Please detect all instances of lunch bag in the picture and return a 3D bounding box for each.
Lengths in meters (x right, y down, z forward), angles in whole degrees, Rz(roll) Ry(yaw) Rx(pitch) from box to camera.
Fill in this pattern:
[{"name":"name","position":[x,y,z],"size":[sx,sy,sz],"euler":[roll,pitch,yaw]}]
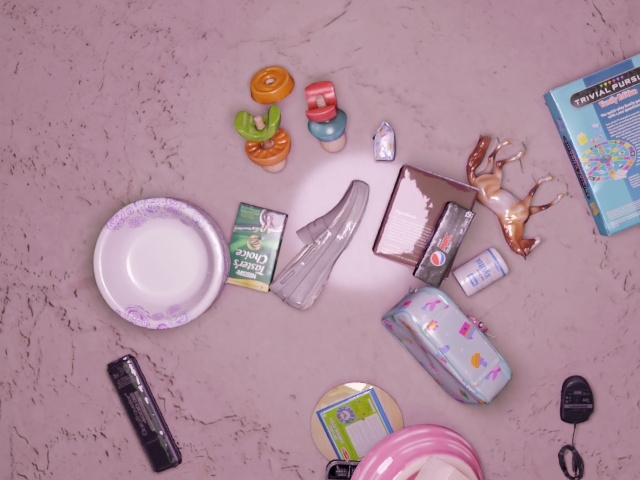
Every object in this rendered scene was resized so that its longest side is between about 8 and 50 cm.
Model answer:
[{"name":"lunch bag","position":[0.140,-0.216,1.846],"size":[0.053,0.071,0.083],"euler":[4,94,7]},{"name":"lunch bag","position":[0.261,0.219,1.781],"size":[0.108,0.224,0.279],"euler":[-42,89,-13]}]

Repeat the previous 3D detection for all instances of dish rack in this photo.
[{"name":"dish rack","position":[0.096,0.616,1.856],"size":[0.208,0.074,0.271],"euler":[7,93,-8]}]

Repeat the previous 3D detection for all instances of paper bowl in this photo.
[{"name":"paper bowl","position":[-0.339,0.047,1.845],"size":[0.284,0.148,0.284],"euler":[0,91,3]}]

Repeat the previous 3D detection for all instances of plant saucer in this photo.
[{"name":"plant saucer","position":[0.216,0.561,1.794],"size":[0.332,0.084,0.332],"euler":[-4,100,-21]}]

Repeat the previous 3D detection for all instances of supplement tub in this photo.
[{"name":"supplement tub","position":[0.351,0.069,1.842],"size":[0.107,0.071,0.071],"euler":[-33,90,3]}]

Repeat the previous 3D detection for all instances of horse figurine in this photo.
[{"name":"horse figurine","position":[0.408,-0.107,1.837],"size":[0.263,0.066,0.174],"euler":[45,88,-1]}]

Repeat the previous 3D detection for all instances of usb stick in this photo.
[{"name":"usb stick","position":[-0.400,0.394,1.912],"size":[0.077,0.045,0.278],"euler":[-25,90,11]}]

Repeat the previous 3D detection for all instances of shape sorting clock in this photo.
[{"name":"shape sorting clock","position":[0.081,0.415,1.884],"size":[0.206,0.040,0.206],"euler":[0,99,-2]}]

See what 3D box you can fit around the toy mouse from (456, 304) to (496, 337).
[{"name":"toy mouse","position":[0.321,0.181,1.823],"size":[0.143,0.161,0.031],"euler":[38,86,-15]}]

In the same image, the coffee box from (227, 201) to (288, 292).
[{"name":"coffee box","position":[-0.147,0.017,1.885],"size":[0.113,0.040,0.184],"euler":[15,93,3]}]

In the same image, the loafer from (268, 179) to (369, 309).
[{"name":"loafer","position":[0.000,0.000,1.842],"size":[0.111,0.112,0.319],"euler":[30,94,-6]}]

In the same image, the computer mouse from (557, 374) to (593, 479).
[{"name":"computer mouse","position":[0.560,0.413,1.862],"size":[0.071,0.041,0.242],"euler":[2,98,2]}]

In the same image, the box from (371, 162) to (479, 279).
[{"name":"box","position":[0.219,-0.040,1.797],"size":[0.167,0.168,0.203],"euler":[20,93,2]}]

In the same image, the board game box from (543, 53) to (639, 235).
[{"name":"board game box","position":[0.667,-0.212,1.810],"size":[0.253,0.079,0.336],"euler":[-22,90,4]}]

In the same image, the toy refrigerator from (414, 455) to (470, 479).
[{"name":"toy refrigerator","position":[0.306,0.564,1.737],"size":[0.269,0.094,0.102],"euler":[41,76,-23]}]

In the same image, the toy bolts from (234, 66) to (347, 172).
[{"name":"toy bolts","position":[-0.050,-0.263,1.851],"size":[0.228,0.158,0.218],"euler":[-6,51,13]}]

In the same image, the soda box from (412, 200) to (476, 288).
[{"name":"soda box","position":[0.246,0.008,1.686],"size":[0.060,0.053,0.169],"euler":[26,92,0]}]
